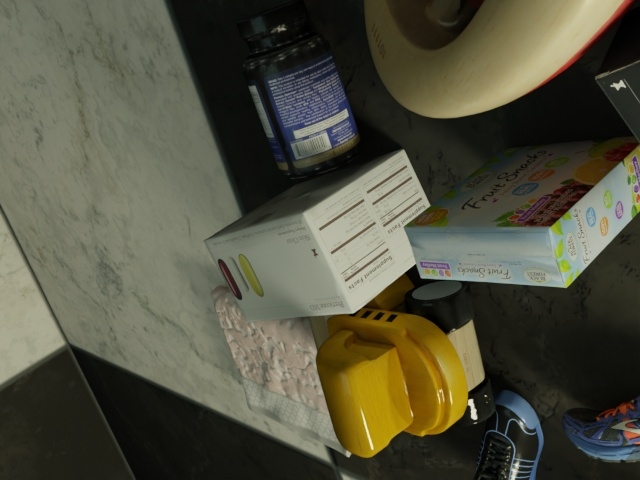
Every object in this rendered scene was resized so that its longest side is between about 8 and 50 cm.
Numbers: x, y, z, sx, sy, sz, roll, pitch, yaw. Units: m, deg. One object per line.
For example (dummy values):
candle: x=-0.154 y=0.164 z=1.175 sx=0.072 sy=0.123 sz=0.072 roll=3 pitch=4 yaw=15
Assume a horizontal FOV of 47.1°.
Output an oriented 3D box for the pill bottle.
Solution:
pill bottle: x=-0.031 y=-0.203 z=0.992 sx=0.123 sy=0.123 sz=0.219 roll=4 pitch=120 yaw=49

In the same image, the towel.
towel: x=-0.073 y=0.260 z=1.476 sx=0.332 sy=0.053 sz=0.317 roll=13 pitch=127 yaw=43

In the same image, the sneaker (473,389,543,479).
sneaker: x=0.272 y=0.331 z=1.089 sx=0.081 sy=0.090 sz=0.232 roll=19 pitch=131 yaw=41

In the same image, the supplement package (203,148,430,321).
supplement package: x=0.000 y=0.000 z=1.047 sx=0.262 sy=0.204 sz=0.145 roll=-13 pitch=107 yaw=53

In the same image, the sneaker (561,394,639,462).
sneaker: x=0.392 y=0.213 z=0.880 sx=0.221 sy=0.083 sz=0.087 roll=-11 pitch=96 yaw=47

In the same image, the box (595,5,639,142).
box: x=0.368 y=-0.086 z=0.562 sx=0.261 sy=0.103 sz=0.184 roll=46 pitch=144 yaw=-21

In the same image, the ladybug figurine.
ladybug figurine: x=0.179 y=-0.286 z=0.598 sx=0.449 sy=0.162 sz=0.305 roll=125 pitch=134 yaw=-56

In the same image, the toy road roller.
toy road roller: x=0.069 y=0.175 z=1.058 sx=0.330 sy=0.241 sz=0.202 roll=2 pitch=110 yaw=50

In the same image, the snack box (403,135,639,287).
snack box: x=0.218 y=-0.034 z=0.759 sx=0.174 sy=0.207 sz=0.070 roll=2 pitch=119 yaw=50
